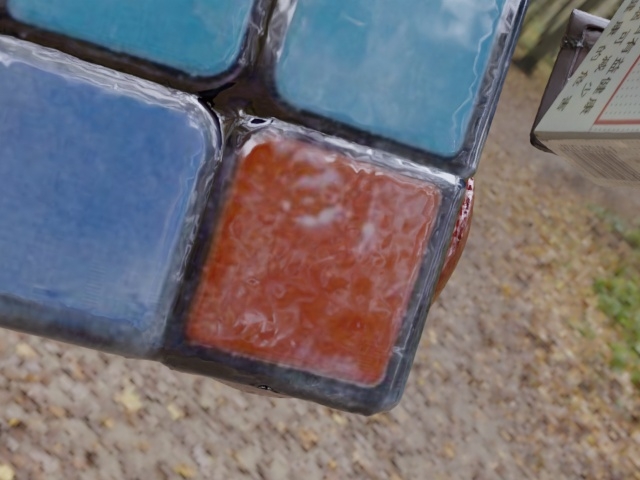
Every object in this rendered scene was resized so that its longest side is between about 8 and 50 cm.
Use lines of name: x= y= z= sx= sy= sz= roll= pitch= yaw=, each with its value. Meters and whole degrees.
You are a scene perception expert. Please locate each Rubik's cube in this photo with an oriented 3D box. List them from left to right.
Rubik's cube: x=-0.092 y=-0.099 z=0.794 sx=0.318 sy=0.316 sz=0.313 roll=16 pitch=4 yaw=-21

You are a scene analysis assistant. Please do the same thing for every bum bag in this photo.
bum bag: x=0.292 y=-0.157 z=1.277 sx=0.109 sy=0.159 sz=0.026 roll=20 pitch=-4 yaw=3

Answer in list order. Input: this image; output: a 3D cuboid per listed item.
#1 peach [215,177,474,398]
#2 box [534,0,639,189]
peach: x=-0.025 y=-0.004 z=1.436 sx=0.339 sy=0.416 sz=0.353 roll=32 pitch=28 yaw=-9
box: x=0.322 y=-0.143 z=0.973 sx=0.095 sy=0.210 sz=0.330 roll=35 pitch=-3 yaw=-12
